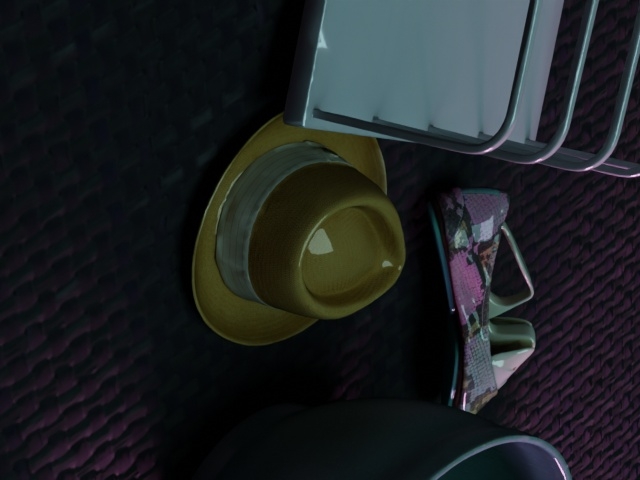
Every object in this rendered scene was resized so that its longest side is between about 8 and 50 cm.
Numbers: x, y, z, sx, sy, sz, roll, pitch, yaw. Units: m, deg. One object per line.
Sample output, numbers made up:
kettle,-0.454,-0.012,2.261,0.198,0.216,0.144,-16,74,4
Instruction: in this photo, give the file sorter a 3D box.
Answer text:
file sorter,0.142,-0.146,1.237,0.278,0.173,0.192,3,101,-52

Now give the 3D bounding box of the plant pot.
plant pot,0.016,0.232,1.321,0.293,0.196,0.293,-29,132,-38

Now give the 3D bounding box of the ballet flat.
ballet flat,0.128,0.054,1.439,0.079,0.077,0.221,-6,123,-1

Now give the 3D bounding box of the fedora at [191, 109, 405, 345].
fedora,0.000,0.000,1.256,0.194,0.079,0.194,-30,133,-38
